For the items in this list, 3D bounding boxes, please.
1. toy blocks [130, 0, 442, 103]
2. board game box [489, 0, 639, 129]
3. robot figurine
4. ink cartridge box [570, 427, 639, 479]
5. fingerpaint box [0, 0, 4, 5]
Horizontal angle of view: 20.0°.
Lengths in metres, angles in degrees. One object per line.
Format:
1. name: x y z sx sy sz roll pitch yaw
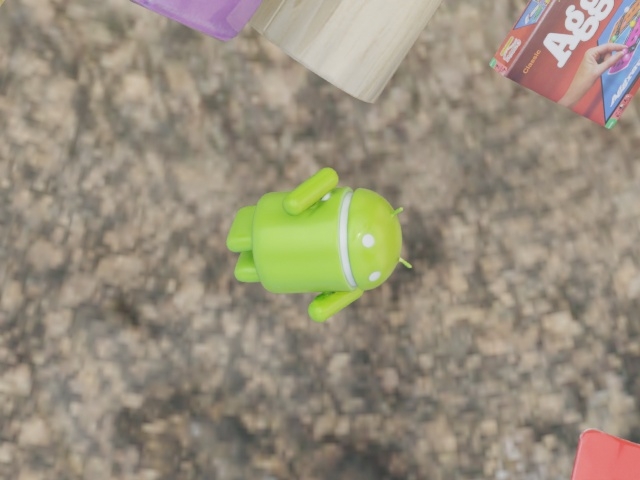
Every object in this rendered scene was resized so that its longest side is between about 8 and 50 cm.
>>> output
1. toy blocks: -0.051 -0.218 0.372 0.288 0.309 0.260 38 100 18
2. board game box: 0.262 -0.232 1.457 0.145 0.027 0.281 20 108 -40
3. robot figurine: 0.000 0.000 1.165 0.115 0.067 0.101 -2 124 15
4. ink cartridge box: 0.211 0.197 0.928 0.231 0.134 0.078 21 156 -9
5. fingerpaint box: -0.328 -0.277 1.059 0.371 0.163 0.445 8 162 -23
